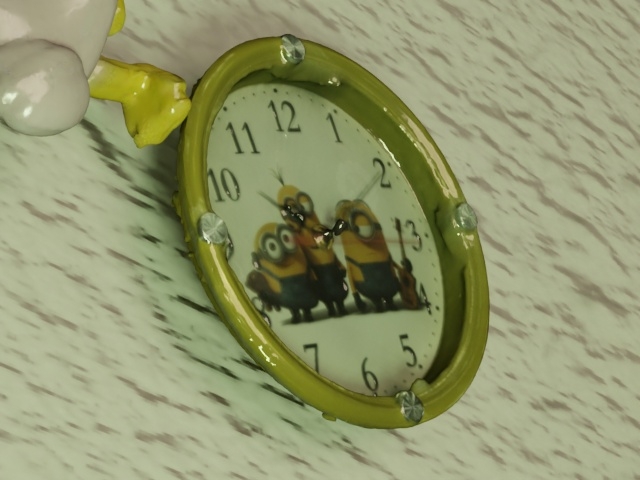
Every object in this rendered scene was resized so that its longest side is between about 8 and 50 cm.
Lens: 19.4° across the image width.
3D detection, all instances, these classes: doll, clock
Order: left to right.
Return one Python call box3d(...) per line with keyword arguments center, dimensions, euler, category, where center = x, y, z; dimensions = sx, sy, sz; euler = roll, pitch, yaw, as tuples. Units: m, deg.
box3d(center=(-0.213, -0.112, 0.851), dimensions=(0.365, 0.094, 0.160), euler=(-3, 51, -46), category="doll")
box3d(center=(0.000, 0.000, 1.041), dimensions=(0.237, 0.057, 0.237), euler=(25, 52, -36), category="clock")
